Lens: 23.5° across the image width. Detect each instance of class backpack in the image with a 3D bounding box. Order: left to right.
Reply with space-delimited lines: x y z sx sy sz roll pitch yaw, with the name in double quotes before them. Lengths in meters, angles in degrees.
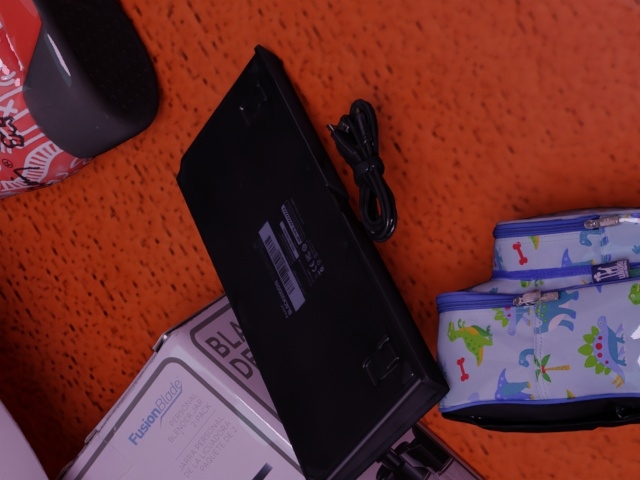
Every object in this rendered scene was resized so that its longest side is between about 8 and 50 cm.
"backpack" 0.103 0.031 0.592 0.114 0.105 0.084 -10 80 29

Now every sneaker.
"sneaker" -0.194 -0.137 0.672 0.145 0.090 0.270 -25 98 25

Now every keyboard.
"keyboard" 0.000 0.000 0.620 0.108 0.023 0.180 -51 50 33

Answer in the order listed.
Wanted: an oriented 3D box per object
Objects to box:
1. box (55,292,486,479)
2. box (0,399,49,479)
"box" 0.016 0.174 0.681 0.290 0.087 0.169 40 118 7
"box" -0.268 0.168 0.696 0.345 0.168 0.215 -28 94 49
